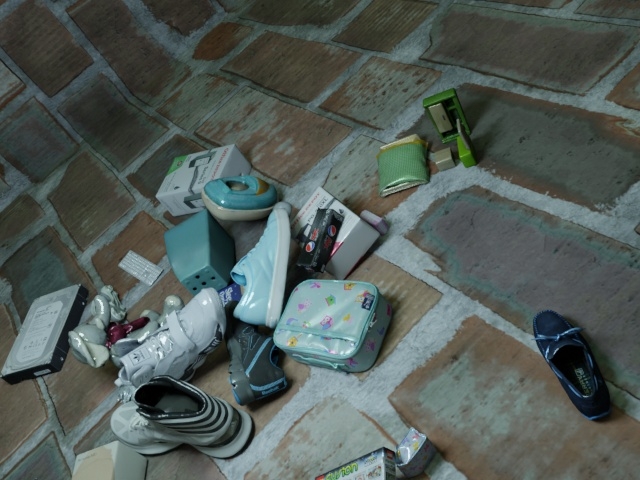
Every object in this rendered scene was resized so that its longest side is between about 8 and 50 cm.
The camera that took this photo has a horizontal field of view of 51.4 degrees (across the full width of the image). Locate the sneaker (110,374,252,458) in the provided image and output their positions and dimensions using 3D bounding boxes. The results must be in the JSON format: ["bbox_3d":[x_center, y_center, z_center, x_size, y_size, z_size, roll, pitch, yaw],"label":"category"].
[{"bbox_3d":[-0.407,0.411,1.657,0.448,0.257,0.169,-7,47,32],"label":"sneaker"}]

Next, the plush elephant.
[{"bbox_3d":[-0.591,0.278,1.903,0.272,0.255,0.330,-20,45,59],"label":"plush elephant"}]

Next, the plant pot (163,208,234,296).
[{"bbox_3d":[-0.365,0.059,2.052,0.166,0.165,0.234,-30,38,8],"label":"plant pot"}]

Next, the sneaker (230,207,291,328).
[{"bbox_3d":[-0.163,0.057,1.800,0.150,0.135,0.365,8,54,-6],"label":"sneaker"}]

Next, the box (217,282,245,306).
[{"bbox_3d":[-0.260,0.189,1.951,0.225,0.036,0.136,-28,39,8],"label":"box"}]

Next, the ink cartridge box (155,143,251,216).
[{"bbox_3d":[-0.420,-0.218,2.409,0.289,0.121,0.211,-9,47,30],"label":"ink cartridge box"}]

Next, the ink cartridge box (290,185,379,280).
[{"bbox_3d":[0.028,-0.023,1.870,0.172,0.100,0.237,-52,39,4],"label":"ink cartridge box"}]

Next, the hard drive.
[{"bbox_3d":[-0.954,0.320,2.314,0.237,0.064,0.339,-17,42,22],"label":"hard drive"}]

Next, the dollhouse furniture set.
[{"bbox_3d":[0.277,-0.278,1.927,0.302,0.151,0.197,-18,42,22],"label":"dollhouse furniture set"}]

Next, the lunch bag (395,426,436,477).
[{"bbox_3d":[0.186,0.432,1.344,0.053,0.071,0.083,21,67,43],"label":"lunch bag"}]

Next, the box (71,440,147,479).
[{"bbox_3d":[-0.527,0.663,1.602,0.148,0.121,0.311,-25,40,16],"label":"box"}]

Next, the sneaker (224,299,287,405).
[{"bbox_3d":[-0.179,0.285,1.754,0.140,0.125,0.340,-14,42,-6],"label":"sneaker"}]

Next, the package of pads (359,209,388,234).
[{"bbox_3d":[0.151,-0.051,1.873,0.032,0.050,0.083,-44,40,-11],"label":"package of pads"}]

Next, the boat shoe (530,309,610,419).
[{"bbox_3d":[0.496,0.223,1.309,0.109,0.089,0.258,-31,39,6],"label":"boat shoe"}]

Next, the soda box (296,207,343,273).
[{"bbox_3d":[0.000,0.000,1.761,0.060,0.053,0.168,5,68,46],"label":"soda box"}]

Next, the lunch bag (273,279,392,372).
[{"bbox_3d":[0.030,0.211,1.654,0.279,0.108,0.224,1,52,37],"label":"lunch bag"}]

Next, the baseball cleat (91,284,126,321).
[{"bbox_3d":[-0.712,0.235,2.228,0.109,0.072,0.206,-49,34,6],"label":"baseball cleat"}]

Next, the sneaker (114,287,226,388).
[{"bbox_3d":[-0.393,0.268,1.720,0.137,0.210,0.366,55,129,26],"label":"sneaker"}]

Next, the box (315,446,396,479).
[{"bbox_3d":[0.066,0.503,1.334,0.207,0.036,0.114,-37,33,35],"label":"box"}]

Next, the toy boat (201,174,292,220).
[{"bbox_3d":[-0.202,-0.118,2.084,0.268,0.148,0.318,-12,41,-43],"label":"toy boat"}]

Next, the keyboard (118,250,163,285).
[{"bbox_3d":[-0.636,0.096,2.341,0.256,0.014,0.072,21,65,47],"label":"keyboard"}]
